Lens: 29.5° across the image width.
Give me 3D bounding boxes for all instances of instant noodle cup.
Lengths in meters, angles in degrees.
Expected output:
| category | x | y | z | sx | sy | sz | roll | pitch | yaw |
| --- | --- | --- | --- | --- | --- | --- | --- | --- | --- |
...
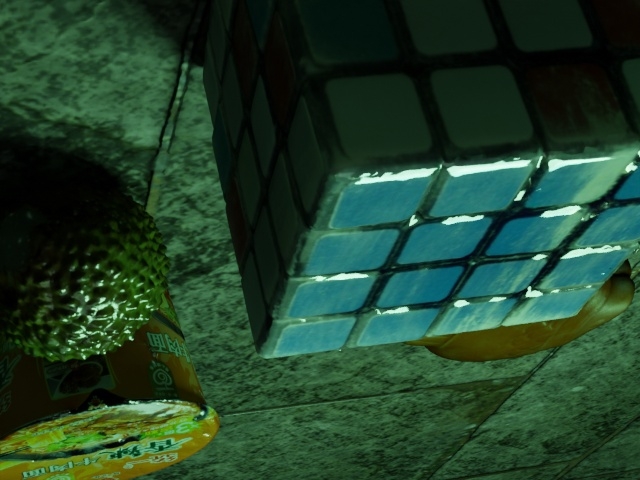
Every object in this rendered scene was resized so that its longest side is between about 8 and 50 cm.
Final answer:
| category | x | y | z | sx | sy | sz | roll | pitch | yaw |
| --- | --- | --- | --- | --- | --- | --- | --- | --- | --- |
| instant noodle cup | -0.223 | 0.119 | 1.174 | 0.230 | 0.182 | 0.230 | -11 | 154 | -5 |

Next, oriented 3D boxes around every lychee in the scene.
| category | x | y | z | sx | sy | sz | roll | pitch | yaw |
| --- | --- | --- | --- | --- | --- | --- | --- | --- | --- |
| lychee | -0.203 | 0.025 | 1.030 | 0.171 | 0.171 | 0.171 | -11 | 154 | -5 |

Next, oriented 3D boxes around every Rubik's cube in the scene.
| category | x | y | z | sx | sy | sz | roll | pitch | yaw |
| --- | --- | --- | --- | --- | --- | --- | --- | --- | --- |
| Rubik's cube | 0.070 | -0.095 | 0.810 | 0.256 | 0.253 | 0.259 | -7 | 152 | -15 |

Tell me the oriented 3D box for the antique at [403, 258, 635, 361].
| category | x | y | z | sx | sy | sz | roll | pitch | yaw |
| --- | --- | --- | --- | --- | --- | --- | --- | --- | --- |
| antique | 0.199 | 0.040 | 1.282 | 0.278 | 0.129 | 0.223 | -2 | 151 | -27 |
